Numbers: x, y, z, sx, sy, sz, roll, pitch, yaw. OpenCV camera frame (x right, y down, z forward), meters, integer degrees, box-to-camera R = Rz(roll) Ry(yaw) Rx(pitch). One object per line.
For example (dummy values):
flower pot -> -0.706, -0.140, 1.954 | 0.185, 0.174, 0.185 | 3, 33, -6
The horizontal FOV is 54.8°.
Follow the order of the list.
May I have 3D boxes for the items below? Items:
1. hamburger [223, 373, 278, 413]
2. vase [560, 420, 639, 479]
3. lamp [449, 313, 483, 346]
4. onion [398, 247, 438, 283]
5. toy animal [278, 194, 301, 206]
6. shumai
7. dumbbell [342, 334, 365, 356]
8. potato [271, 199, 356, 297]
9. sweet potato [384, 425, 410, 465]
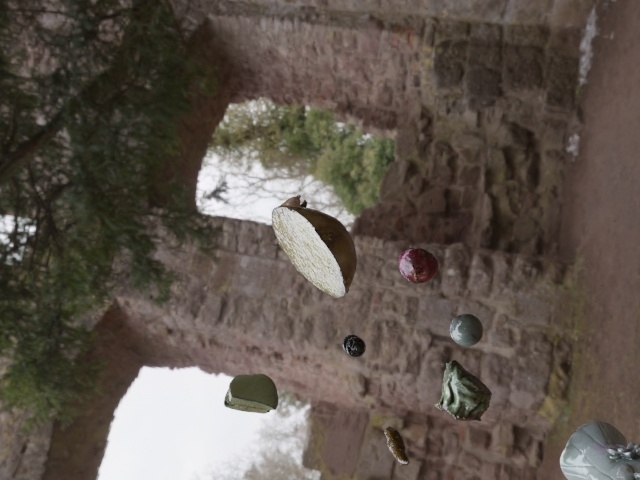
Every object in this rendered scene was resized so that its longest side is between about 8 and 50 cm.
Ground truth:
hamburger -> -0.153, 0.343, 1.406 | 0.084, 0.121, 0.054 | -82, 5, -48
vase -> 0.736, 0.590, 1.408 | 0.445, 0.249, 0.250 | -131, 47, -77
lamp -> 0.457, 0.280, 1.934 | 0.105, 0.105, 0.105 | 9, -90, -78
onion -> 0.352, 0.109, 2.272 | 0.140, 0.150, 0.150 | -59, -25, -48
toy animal -> -0.081, -0.090, 1.914 | 0.082, 0.114, 0.091 | 52, -133, -9
shumai -> 0.407, 0.452, 1.814 | 0.142, 0.184, 0.184 | -49, -13, 2
dumbbell -> 0.135, 0.425, 2.500 | 0.254, 0.081, 0.082 | 134, 146, -83
potato -> 0.000, 0.000, 1.531 | 0.116, 0.299, 0.239 | -37, -49, -21
sweet potato -> 0.286, 0.765, 2.298 | 0.274, 0.067, 0.067 | -125, 39, -74
